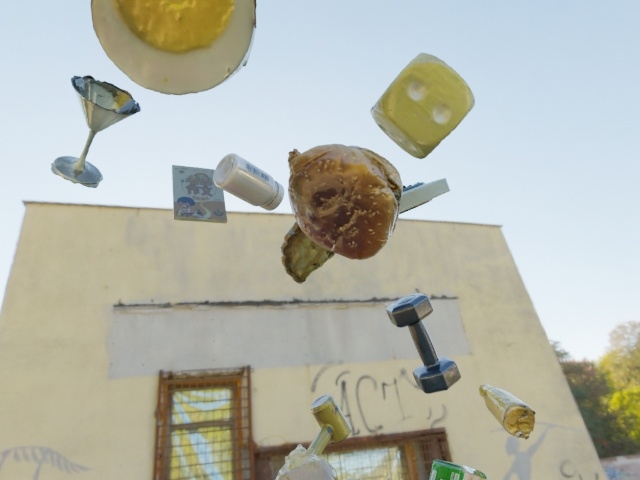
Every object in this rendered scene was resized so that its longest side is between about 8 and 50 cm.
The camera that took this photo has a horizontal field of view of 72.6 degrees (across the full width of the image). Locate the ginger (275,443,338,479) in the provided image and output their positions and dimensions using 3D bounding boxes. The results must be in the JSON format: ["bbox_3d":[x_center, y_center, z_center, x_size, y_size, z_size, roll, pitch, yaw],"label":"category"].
[{"bbox_3d":[-0.023,0.551,0.879,0.138,0.267,0.152,-25,-62,11],"label":"ginger"}]

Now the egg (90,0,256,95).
[{"bbox_3d":[-0.287,-0.476,0.942,0.336,0.201,0.337,1,-71,2],"label":"egg"}]

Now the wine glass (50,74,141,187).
[{"bbox_3d":[-0.544,-0.251,1.036,0.156,0.156,0.232,16,-58,-37],"label":"wine glass"}]

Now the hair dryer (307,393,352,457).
[{"bbox_3d":[-0.003,0.608,1.352,0.090,0.135,0.278,-29,1,27],"label":"hair dryer"}]

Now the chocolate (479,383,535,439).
[{"bbox_3d":[0.456,0.410,1.100,0.085,0.086,0.219,-7,1,0],"label":"chocolate"}]

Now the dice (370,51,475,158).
[{"bbox_3d":[0.227,-0.300,0.992,0.169,0.169,0.166,-47,2,4],"label":"dice"}]

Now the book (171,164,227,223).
[{"bbox_3d":[-0.498,-0.192,1.783,0.207,0.296,0.020,2,-39,-25],"label":"book"}]

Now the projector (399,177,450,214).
[{"bbox_3d":[0.218,-0.114,1.328,0.259,0.079,0.257,-22,2,-32],"label":"projector"}]

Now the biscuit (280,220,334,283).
[{"bbox_3d":[0.000,0.000,1.569,0.335,0.078,0.329,-26,-36,-22],"label":"biscuit"}]

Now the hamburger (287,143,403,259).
[{"bbox_3d":[0.048,-0.095,0.942,0.243,0.286,0.146,-35,0,41],"label":"hamburger"}]

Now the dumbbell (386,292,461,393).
[{"bbox_3d":[0.349,0.347,1.483,0.160,0.325,0.144,-22,-1,-37],"label":"dumbbell"}]

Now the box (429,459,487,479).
[{"bbox_3d":[0.407,0.766,1.307,0.103,0.180,0.250,2,-27,42],"label":"box"}]

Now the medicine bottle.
[{"bbox_3d":[-0.195,-0.158,1.214,0.102,0.103,0.186,-25,-35,32],"label":"medicine bottle"}]
